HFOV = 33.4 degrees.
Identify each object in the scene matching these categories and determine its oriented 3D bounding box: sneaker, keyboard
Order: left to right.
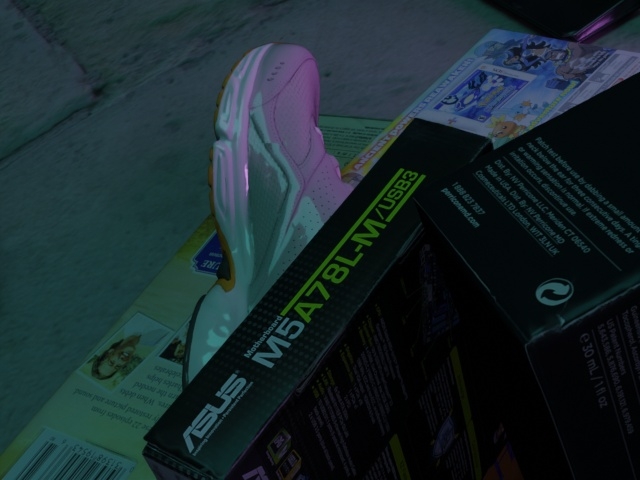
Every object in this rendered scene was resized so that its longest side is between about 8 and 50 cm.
[{"bbox_3d":[0.000,0.000,0.617,0.121,0.099,0.263,-3,65,12],"label":"sneaker"},{"bbox_3d":[0.216,-0.230,0.953,0.108,0.023,0.180,-36,38,-2],"label":"keyboard"}]

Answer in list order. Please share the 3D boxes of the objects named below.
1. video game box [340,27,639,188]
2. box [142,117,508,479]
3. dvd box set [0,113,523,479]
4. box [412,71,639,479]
[{"bbox_3d":[0.124,-0.049,0.668,0.187,0.048,0.205,24,58,42],"label":"video game box"},{"bbox_3d":[0.024,0.077,0.457,0.045,0.191,0.184,17,54,31],"label":"box"},{"bbox_3d":[-0.001,0.078,0.675,0.307,0.062,0.420,9,49,37],"label":"dvd box set"},{"bbox_3d":[0.171,0.057,0.434,0.184,0.261,0.103,-26,37,-2],"label":"box"}]
